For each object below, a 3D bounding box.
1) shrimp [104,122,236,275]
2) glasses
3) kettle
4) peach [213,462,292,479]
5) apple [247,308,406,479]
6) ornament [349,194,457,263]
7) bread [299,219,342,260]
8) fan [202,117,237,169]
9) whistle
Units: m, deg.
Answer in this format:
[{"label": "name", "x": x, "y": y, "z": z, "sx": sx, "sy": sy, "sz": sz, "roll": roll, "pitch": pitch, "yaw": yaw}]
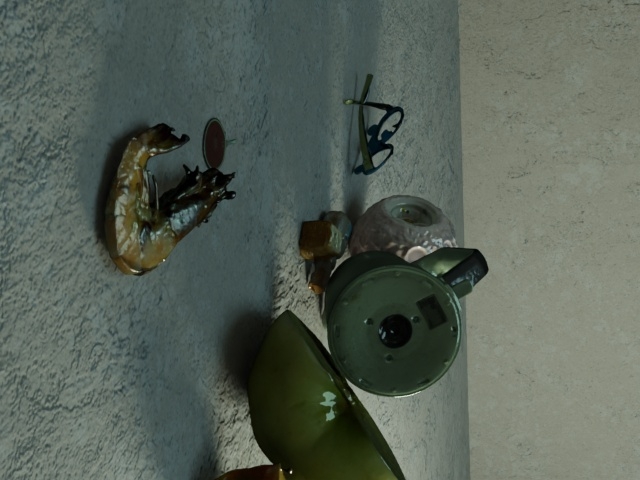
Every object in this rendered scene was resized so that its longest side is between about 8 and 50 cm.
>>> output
[{"label": "shrimp", "x": -0.215, "y": -0.077, "z": 1.344, "sx": 0.289, "sy": 0.075, "sz": 0.178, "roll": -45, "pitch": 135, "yaw": -46}, {"label": "glasses", "x": 0.130, "y": -0.281, "z": 2.326, "sx": 0.206, "sy": 0.102, "sz": 0.239, "roll": 75, "pitch": 26, "yaw": -46}, {"label": "kettle", "x": 0.173, "y": 0.120, "z": 2.006, "sx": 0.250, "sy": 0.361, "sz": 0.376, "roll": 57, "pitch": 0, "yaw": -7}, {"label": "peach", "x": -0.110, "y": 0.484, "z": 1.621, "sx": 0.267, "sy": 0.154, "sz": 0.158, "roll": 76, "pitch": 15, "yaw": -56}, {"label": "apple", "x": 0.022, "y": 0.301, "z": 1.755, "sx": 0.360, "sy": 0.312, "sz": 0.319, "roll": 71, "pitch": 30, "yaw": -85}, {"label": "ornament", "x": 0.195, "y": 0.023, "z": 2.349, "sx": 0.259, "sy": 0.260, "sz": 0.225, "roll": -58, "pitch": 163, "yaw": -57}, {"label": "bread", "x": 0.001, "y": 0.002, "z": 2.025, "sx": 0.083, "sy": 0.070, "sz": 0.076, "roll": 39, "pitch": 56, "yaw": -66}, {"label": "fan", "x": -0.160, "y": -0.156, "z": 1.589, "sx": 0.133, "sy": 0.005, "sz": 0.085, "roll": -24, "pitch": 115, "yaw": -70}, {"label": "whistle", "x": 0.022, "y": 0.020, "z": 2.120, "sx": 0.107, "sy": 0.057, "sz": 0.220, "roll": 79, "pitch": 24, "yaw": -48}]
